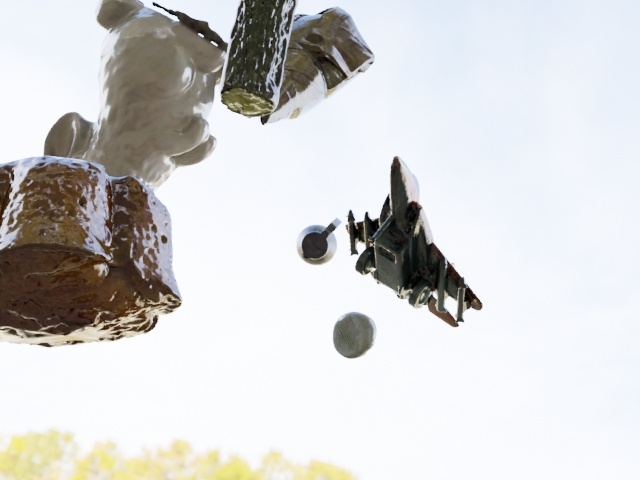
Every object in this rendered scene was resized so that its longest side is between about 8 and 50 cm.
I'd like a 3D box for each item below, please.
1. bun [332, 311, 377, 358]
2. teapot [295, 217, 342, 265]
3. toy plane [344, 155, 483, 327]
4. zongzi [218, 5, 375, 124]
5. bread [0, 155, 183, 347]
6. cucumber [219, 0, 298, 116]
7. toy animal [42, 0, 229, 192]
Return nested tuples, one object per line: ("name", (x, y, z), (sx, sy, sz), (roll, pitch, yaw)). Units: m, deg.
("bun", (0.056, 0.152, 2.094), (0.083, 0.083, 0.045), (-13, -8, 41))
("teapot", (0.000, 0.000, 2.041), (0.066, 0.088, 0.057), (43, 5, 1))
("toy plane", (0.103, 0.001, 1.630), (0.223, 0.104, 0.326), (31, -16, 26))
("zongzi", (-0.098, -0.234, 2.026), (0.286, 0.300, 0.138), (-13, -62, 40))
("bread", (-0.243, 0.023, 1.146), (0.246, 0.135, 0.232), (-12, -29, 32))
("cucumber", (-0.049, -0.204, 1.160), (0.058, 0.187, 0.058), (10, -10, 2))
("toy animal", (-0.283, -0.169, 1.901), (0.257, 0.357, 0.194), (32, -7, 9))
